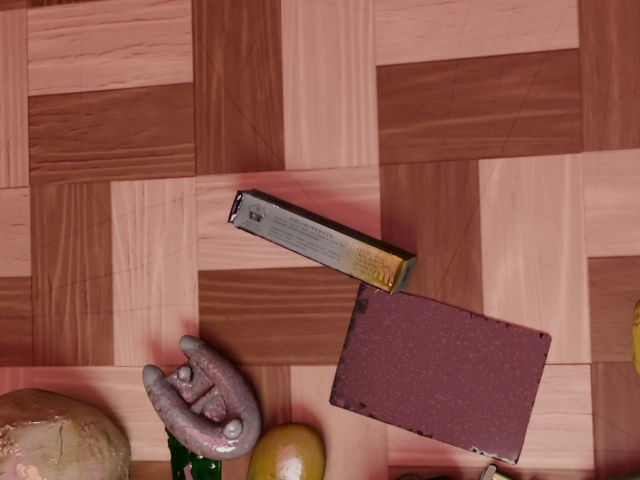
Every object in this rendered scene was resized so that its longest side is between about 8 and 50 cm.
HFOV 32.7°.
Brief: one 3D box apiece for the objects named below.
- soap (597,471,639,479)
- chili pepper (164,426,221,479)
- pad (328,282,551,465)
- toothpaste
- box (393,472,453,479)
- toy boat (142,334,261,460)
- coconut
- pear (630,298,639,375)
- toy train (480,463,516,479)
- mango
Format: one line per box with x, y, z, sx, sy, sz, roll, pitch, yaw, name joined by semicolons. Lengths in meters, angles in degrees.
0.493;0.493;1.621;0.173;0.095;0.289;-18;78;21;soap
-0.218;0.403;1.876;0.098;0.061;0.224;-7;83;3;chili pepper
0.191;0.214;1.786;0.330;0.004;0.220;16;93;17;pad
0.000;0.000;1.810;0.313;0.089;0.071;23;102;16;toothpaste
0.155;0.512;1.679;0.166;0.220;0.290;-29;81;27;box
-0.193;0.268;1.834;0.155;0.085;0.227;-38;77;-16;toy boat
-0.487;0.398;1.859;0.297;0.254;0.297;-1;87;15;coconut
0.540;0.145;1.598;0.178;0.178;0.178;-1;88;17;pear
0.292;0.407;1.726;0.122;0.050;0.081;27;91;17;toy train
-0.058;0.395;1.816;0.130;0.092;0.195;7;100;9;mango
